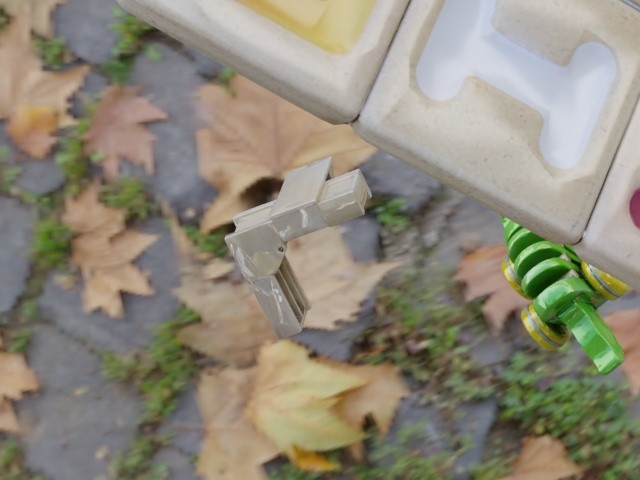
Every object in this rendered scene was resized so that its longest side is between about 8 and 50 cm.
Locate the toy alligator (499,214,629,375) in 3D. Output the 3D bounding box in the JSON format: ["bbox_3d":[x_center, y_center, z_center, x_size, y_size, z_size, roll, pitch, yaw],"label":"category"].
[{"bbox_3d":[0.120,-0.003,1.056,0.056,0.051,0.190,-41,41,22],"label":"toy alligator"}]

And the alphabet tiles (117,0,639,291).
[{"bbox_3d":[0.110,-0.123,0.459,0.342,0.011,0.285,28,73,-12],"label":"alphabet tiles"}]

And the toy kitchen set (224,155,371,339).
[{"bbox_3d":[0.000,0.000,1.140,0.083,0.068,0.075,-20,111,17],"label":"toy kitchen set"}]
